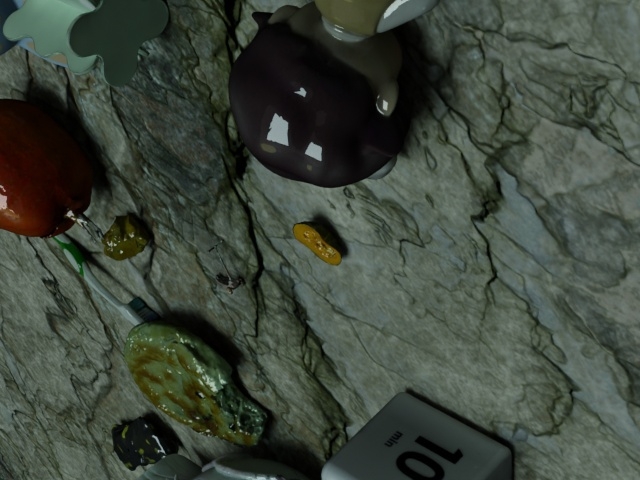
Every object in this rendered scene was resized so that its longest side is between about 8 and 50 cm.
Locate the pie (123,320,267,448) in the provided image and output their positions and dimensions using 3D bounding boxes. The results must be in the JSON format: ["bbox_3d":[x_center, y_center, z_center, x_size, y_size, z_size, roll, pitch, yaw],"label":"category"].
[{"bbox_3d":[-0.221,0.251,2.153,0.302,0.067,0.303,29,149,19],"label":"pie"}]

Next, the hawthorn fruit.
[{"bbox_3d":[-0.458,-0.094,2.006,0.299,0.211,0.211,33,144,9],"label":"hawthorn fruit"}]

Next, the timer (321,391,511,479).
[{"bbox_3d":[0.138,0.364,1.741,0.195,0.192,0.194,25,139,34],"label":"timer"}]

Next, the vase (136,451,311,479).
[{"bbox_3d":[-0.167,0.494,2.207,0.445,0.250,0.250,-5,118,55],"label":"vase"}]

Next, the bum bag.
[{"bbox_3d":[-0.364,0.407,2.495,0.232,0.060,0.107,-23,94,54],"label":"bum bag"}]

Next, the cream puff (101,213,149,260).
[{"bbox_3d":[-0.323,-0.005,2.057,0.083,0.083,0.058,77,180,-51],"label":"cream puff"}]

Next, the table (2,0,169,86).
[{"bbox_3d":[-0.331,-0.316,1.673,0.198,0.166,0.167,28,141,34],"label":"table"}]

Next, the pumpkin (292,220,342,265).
[{"bbox_3d":[0.001,-0.001,1.700,0.083,0.028,0.050,48,146,-11],"label":"pumpkin"}]

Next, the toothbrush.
[{"bbox_3d":[-0.450,0.026,2.245,0.418,0.040,0.042,38,147,18],"label":"toothbrush"}]

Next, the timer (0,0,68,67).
[{"bbox_3d":[-0.478,-0.321,1.839,0.255,0.175,0.175,35,143,21],"label":"timer"}]

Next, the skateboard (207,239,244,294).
[{"bbox_3d":[-0.156,0.037,1.925,0.064,0.032,0.083,22,141,51],"label":"skateboard"}]

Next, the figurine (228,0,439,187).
[{"bbox_3d":[0.027,-0.230,1.363,0.218,0.206,0.365,23,117,2],"label":"figurine"}]
